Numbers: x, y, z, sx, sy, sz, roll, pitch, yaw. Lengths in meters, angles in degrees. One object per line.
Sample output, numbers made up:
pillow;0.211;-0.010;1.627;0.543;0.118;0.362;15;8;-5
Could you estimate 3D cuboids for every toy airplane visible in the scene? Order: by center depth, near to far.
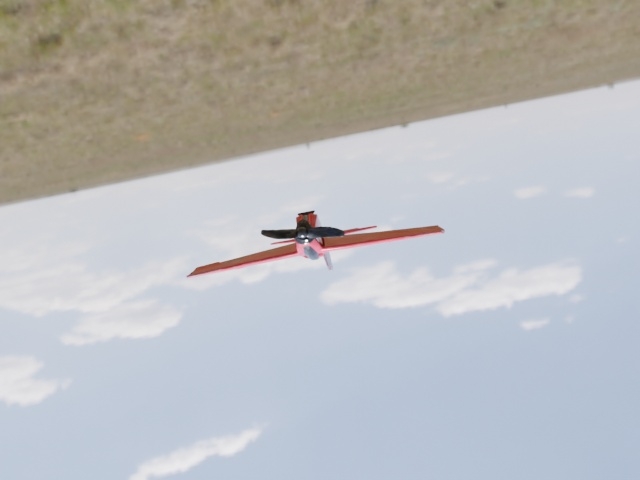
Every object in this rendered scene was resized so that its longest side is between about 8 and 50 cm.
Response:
toy airplane;0.000;0.000;0.570;0.151;0.028;0.151;-9;174;-1
